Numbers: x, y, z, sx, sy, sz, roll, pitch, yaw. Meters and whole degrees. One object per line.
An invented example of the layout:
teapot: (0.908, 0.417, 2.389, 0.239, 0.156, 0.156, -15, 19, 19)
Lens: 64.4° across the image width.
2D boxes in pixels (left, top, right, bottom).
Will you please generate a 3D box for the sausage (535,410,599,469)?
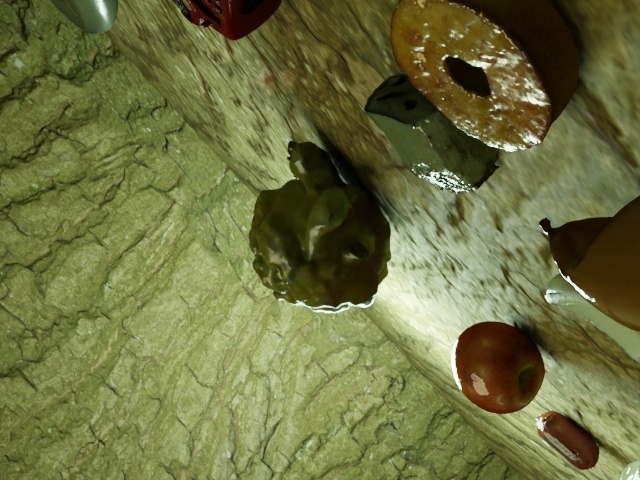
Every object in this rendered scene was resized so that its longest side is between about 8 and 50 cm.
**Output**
sausage: (0.530, 0.426, 1.093, 0.141, 0.076, 0.076, 39, 170, 31)

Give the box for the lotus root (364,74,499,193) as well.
lotus root: (0.121, -0.104, 0.547, 0.144, 0.070, 0.143, 49, 172, -23)

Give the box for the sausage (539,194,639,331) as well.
sausage: (0.256, 0.017, 0.318, 0.112, 0.112, 0.328, 48, 172, -13)

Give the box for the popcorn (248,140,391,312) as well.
popcorn: (-0.006, -0.004, 1.010, 0.335, 0.279, 0.274, 36, -163, -31)

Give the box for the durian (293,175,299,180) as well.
durian: (-0.025, -0.147, 1.143, 0.066, 0.052, 0.130, 42, 171, 11)

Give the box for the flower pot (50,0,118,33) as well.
flower pot: (-0.104, -0.272, 0.257, 0.307, 0.244, 0.307, 43, 171, 9)

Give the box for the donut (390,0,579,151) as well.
donut: (0.126, -0.140, 0.391, 0.152, 0.058, 0.152, 44, 172, 7)

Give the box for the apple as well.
apple: (0.310, 0.222, 0.902, 0.139, 0.163, 0.163, 13, 148, 55)

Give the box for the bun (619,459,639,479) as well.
bun: (0.601, 0.485, 0.862, 0.210, 0.116, 0.237, 37, 169, 44)

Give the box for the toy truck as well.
toy truck: (-0.102, -0.306, 0.548, 0.114, 0.107, 0.253, 47, 172, -2)

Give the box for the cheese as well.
cheese: (0.311, 0.063, 0.487, 0.127, 0.050, 0.235, 46, 171, 13)
